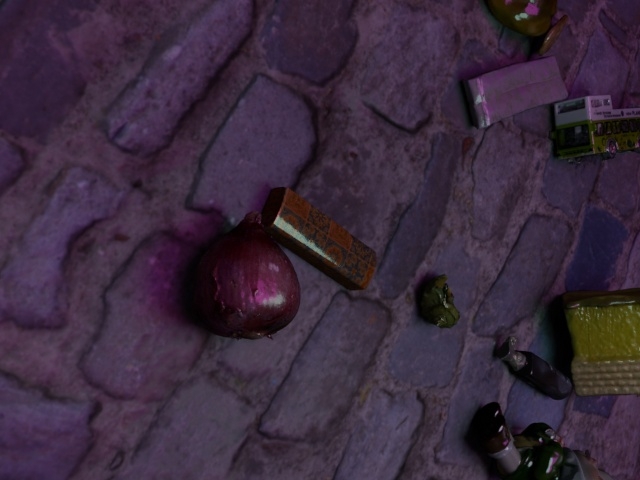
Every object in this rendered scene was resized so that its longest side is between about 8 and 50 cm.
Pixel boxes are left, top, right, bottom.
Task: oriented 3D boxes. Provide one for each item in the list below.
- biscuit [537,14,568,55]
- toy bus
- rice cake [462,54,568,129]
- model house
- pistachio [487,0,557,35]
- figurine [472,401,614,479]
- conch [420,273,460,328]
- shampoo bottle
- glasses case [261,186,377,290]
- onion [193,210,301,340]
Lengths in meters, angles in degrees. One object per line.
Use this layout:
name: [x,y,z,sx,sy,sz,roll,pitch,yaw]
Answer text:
biscuit: [0.498,-0.439,1.769,0.018,0.071,0.147,31,41,14]
toy bus: [0.642,-0.251,1.855,0.302,0.113,0.139,-10,93,-42]
rice cake: [0.400,-0.310,1.695,0.298,0.050,0.106,-23,102,-38]
model house: [0.607,0.221,1.705,0.175,0.193,0.234,-7,91,-74]
pistachio: [0.419,-0.479,1.691,0.189,0.100,0.110,21,74,-38]
figurine: [0.444,0.457,1.586,0.370,0.281,0.167,41,102,-13]
conch: [0.220,0.108,1.498,0.121,0.074,0.089,-69,163,-45]
shampoo bottle: [0.431,0.259,1.672,0.208,0.057,0.063,33,67,-33]
glasses case: [0.000,0.000,1.343,0.218,0.049,0.075,35,66,-32]
onion: [-0.106,0.047,1.196,0.159,0.159,0.195,15,64,-38]
